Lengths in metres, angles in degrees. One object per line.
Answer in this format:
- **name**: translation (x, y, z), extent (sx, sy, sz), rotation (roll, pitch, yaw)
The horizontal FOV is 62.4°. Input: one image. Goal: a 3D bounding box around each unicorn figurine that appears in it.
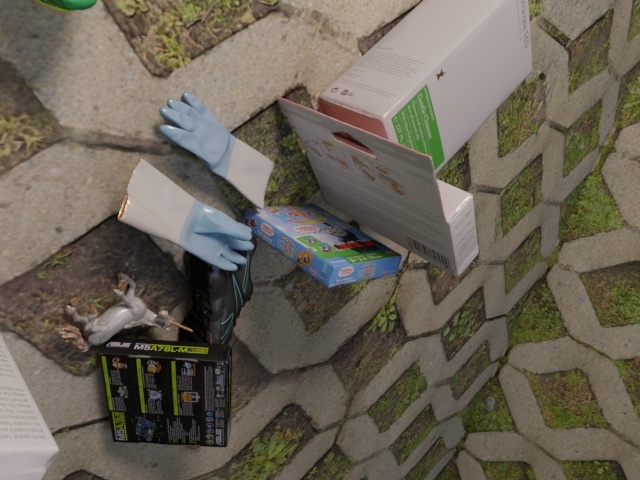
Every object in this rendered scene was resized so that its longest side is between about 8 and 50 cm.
- **unicorn figurine**: translation (-0.279, 0.105, 0.746), extent (0.161, 0.060, 0.111), rotation (-21, 132, -16)

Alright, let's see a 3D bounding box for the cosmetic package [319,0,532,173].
- **cosmetic package**: translation (0.193, -0.273, 0.911), extent (0.365, 0.155, 0.197), rotation (-46, 138, -13)

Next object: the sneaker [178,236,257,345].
- **sneaker**: translation (-0.155, 0.110, 0.841), extent (0.106, 0.101, 0.268), rotation (-15, 126, -44)

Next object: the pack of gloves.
- **pack of gloves**: translation (-0.139, -0.073, 0.716), extent (0.232, 0.046, 0.195), rotation (35, 64, -52)

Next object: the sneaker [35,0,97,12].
- **sneaker**: translation (-0.208, -0.337, 0.430), extent (0.109, 0.123, 0.296), rotation (-25, 142, -40)

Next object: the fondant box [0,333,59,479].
- **fondant box**: translation (-0.379, 0.083, 0.391), extent (0.238, 0.330, 0.096), rotation (28, 94, -52)

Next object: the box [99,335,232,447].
- **box**: translation (-0.230, 0.236, 0.808), extent (0.184, 0.045, 0.191), rotation (5, 120, -1)

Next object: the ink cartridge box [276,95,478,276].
- **ink cartridge box**: translation (0.091, -0.099, 0.802), extent (0.066, 0.296, 0.261), rotation (-45, 141, -16)

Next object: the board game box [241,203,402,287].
- **board game box**: translation (0.000, 0.000, 0.842), extent (0.160, 0.211, 0.039), rotation (-7, 119, -45)
